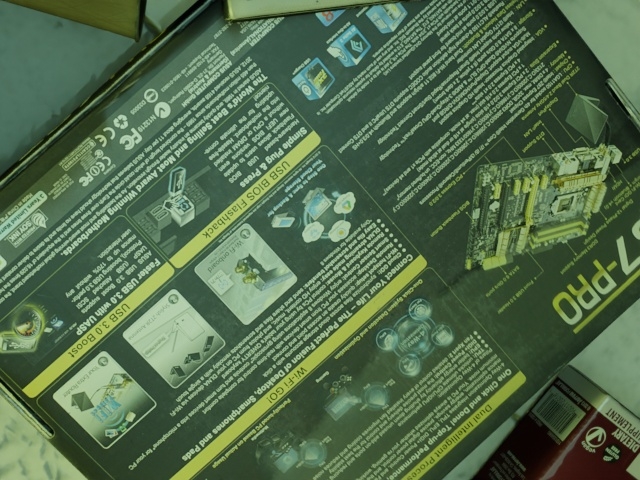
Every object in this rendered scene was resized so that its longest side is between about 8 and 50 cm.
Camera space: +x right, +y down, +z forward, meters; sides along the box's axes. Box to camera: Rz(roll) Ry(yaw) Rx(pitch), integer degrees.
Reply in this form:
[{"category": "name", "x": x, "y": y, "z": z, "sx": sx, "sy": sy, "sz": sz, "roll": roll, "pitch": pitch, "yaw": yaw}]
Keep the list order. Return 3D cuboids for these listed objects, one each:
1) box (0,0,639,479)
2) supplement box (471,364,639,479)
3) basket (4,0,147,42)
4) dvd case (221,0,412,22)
[{"category": "box", "x": 0.000, "y": 0.000, "z": 0.725, "sx": 0.395, "sy": 0.097, "sz": 0.318, "roll": -43, "pitch": 103, "yaw": -1}, {"category": "supplement box", "x": 0.151, "y": 0.221, "z": 0.812, "sx": 0.130, "sy": 0.073, "sz": 0.239, "roll": 38, "pitch": 93, "yaw": -16}, {"category": "basket", "x": -0.197, "y": -0.216, "z": 0.617, "sx": 0.227, "sy": 0.154, "sz": 0.204, "roll": 5, "pitch": 78, "yaw": -7}, {"category": "dvd case", "x": 0.055, "y": -0.221, "z": 0.637, "sx": 0.239, "sy": 0.029, "sz": 0.179, "roll": -9, "pitch": 100, "yaw": -11}]
